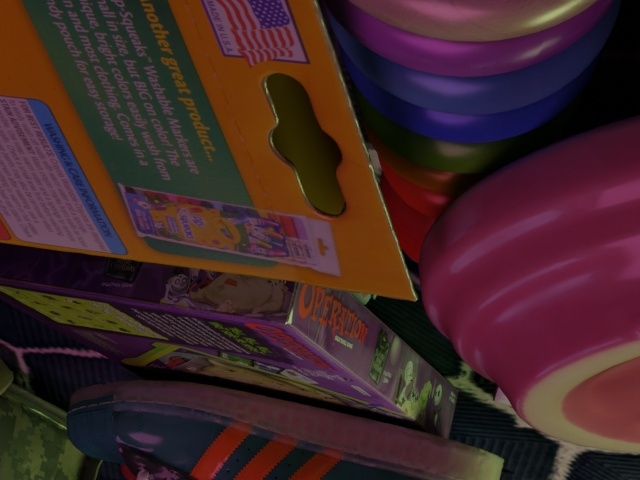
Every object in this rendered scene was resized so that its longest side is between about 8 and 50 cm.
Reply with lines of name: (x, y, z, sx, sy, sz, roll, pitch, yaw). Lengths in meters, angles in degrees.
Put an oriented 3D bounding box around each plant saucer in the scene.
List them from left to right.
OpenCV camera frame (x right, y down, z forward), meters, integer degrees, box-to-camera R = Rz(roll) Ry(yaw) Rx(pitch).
plant saucer: (0.213, 0.032, 0.799, 0.332, 0.084, 0.332, -3, 159, -1)

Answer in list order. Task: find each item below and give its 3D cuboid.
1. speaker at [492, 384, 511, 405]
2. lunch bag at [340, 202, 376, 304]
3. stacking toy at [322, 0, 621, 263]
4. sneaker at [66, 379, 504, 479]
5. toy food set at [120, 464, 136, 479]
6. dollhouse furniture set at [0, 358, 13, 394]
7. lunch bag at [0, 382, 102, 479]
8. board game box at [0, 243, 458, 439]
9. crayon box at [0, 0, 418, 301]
speaker: (0.180, 0.093, 1.070, 0.136, 0.055, 0.055, 16, 152, 5)
lunch bag: (0.000, 0.000, 1.019, 0.083, 0.053, 0.071, 25, 151, 10)
stacking toy: (0.068, -0.080, 0.777, 0.141, 0.141, 0.330, 13, 159, 10)
sneaker: (-0.036, 0.171, 1.148, 0.302, 0.121, 0.108, 10, 166, 13)
toy food set: (-0.083, 0.151, 1.300, 0.217, 0.071, 0.128, -14, 176, 31)
dollhouse furniture set: (-0.484, 0.107, 1.139, 0.394, 0.256, 0.362, 47, 132, -8)
lunch bag: (-0.366, 0.179, 1.438, 0.287, 0.169, 0.235, 32, 148, -32)
board game box: (-0.054, 0.061, 1.074, 0.208, 0.056, 0.347, 12, 167, 21)
crayon box: (-0.115, -0.082, 0.760, 0.322, 0.083, 0.203, 8, 145, 23)
